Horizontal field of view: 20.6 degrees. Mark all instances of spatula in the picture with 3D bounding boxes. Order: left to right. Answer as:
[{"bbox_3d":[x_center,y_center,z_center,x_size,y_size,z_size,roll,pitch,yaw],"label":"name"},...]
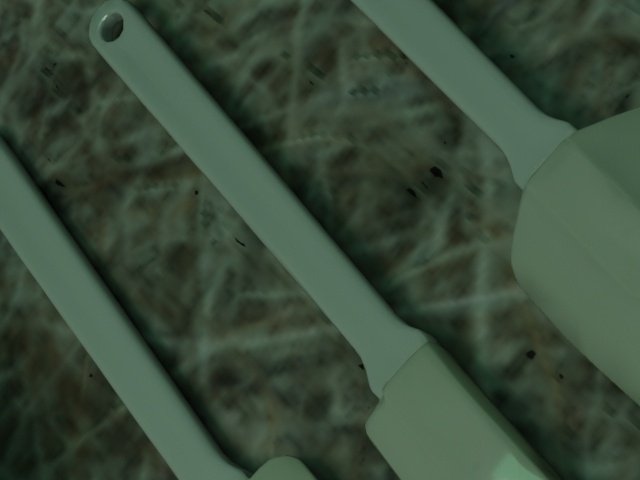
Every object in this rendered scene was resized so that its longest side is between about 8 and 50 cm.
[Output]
[{"bbox_3d":[0.000,0.000,0.446,0.168,0.019,0.242,-49,53,14],"label":"spatula"}]
